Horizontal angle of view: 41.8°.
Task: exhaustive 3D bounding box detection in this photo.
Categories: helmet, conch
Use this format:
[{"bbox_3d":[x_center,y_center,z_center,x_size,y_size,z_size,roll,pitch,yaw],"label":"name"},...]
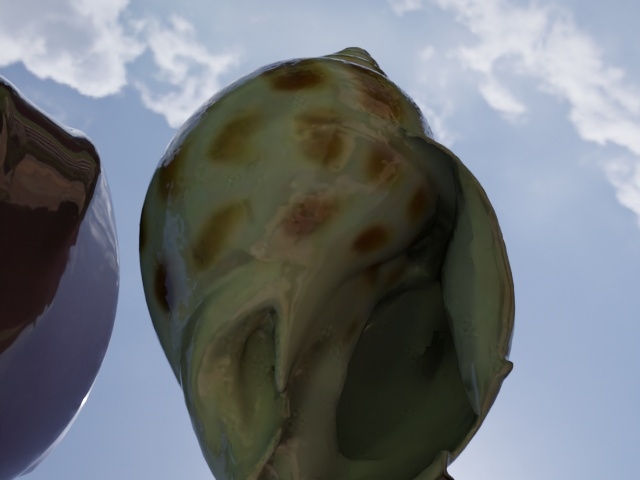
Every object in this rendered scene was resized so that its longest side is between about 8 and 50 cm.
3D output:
[{"bbox_3d":[-0.243,0.045,0.558,0.197,0.338,0.271,-2,-168,-36],"label":"helmet"},{"bbox_3d":[0.000,0.000,0.434,0.183,0.149,0.274,11,-104,-2],"label":"conch"}]
